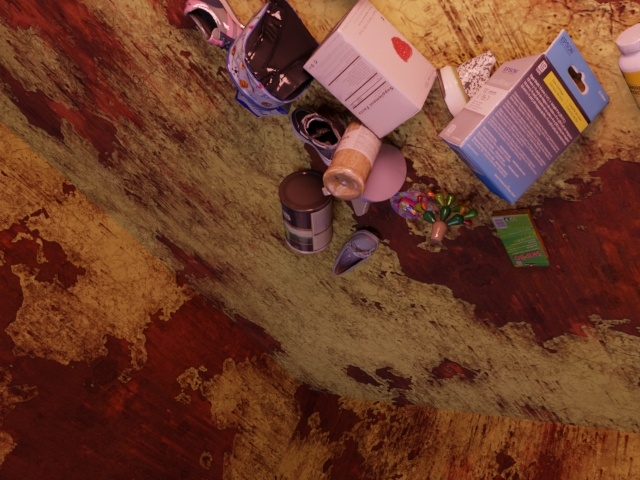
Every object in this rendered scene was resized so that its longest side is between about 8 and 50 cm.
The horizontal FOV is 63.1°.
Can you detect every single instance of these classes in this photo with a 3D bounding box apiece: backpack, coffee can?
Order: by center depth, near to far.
[{"bbox_3d":[-0.138,-0.506,1.465,0.276,0.263,0.213,43,145,-23],"label":"backpack"},{"bbox_3d":[-0.049,-0.106,2.015,0.202,0.201,0.275,18,147,15],"label":"coffee can"}]

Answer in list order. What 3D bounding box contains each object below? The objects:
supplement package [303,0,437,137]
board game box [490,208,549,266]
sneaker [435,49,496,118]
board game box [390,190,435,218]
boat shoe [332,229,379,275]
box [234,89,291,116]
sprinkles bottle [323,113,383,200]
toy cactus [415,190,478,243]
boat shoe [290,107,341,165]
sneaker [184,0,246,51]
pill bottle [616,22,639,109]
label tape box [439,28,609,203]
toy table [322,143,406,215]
[{"bbox_3d":[0.139,-0.459,1.401,0.293,0.177,0.175,39,146,-17],"label":"supplement package"},{"bbox_3d":[0.681,-0.003,1.765,0.124,0.039,0.259,-4,133,41],"label":"board game box"},{"bbox_3d":[0.480,-0.328,1.382,0.182,0.158,0.410,-27,125,33],"label":"sneaker"},{"bbox_3d":[0.325,-0.118,1.875,0.169,0.033,0.133,-1,138,37],"label":"board game box"},{"bbox_3d":[0.143,0.056,2.189,0.118,0.103,0.320,34,148,-9],"label":"boat shoe"},{"bbox_3d":[-0.183,-0.465,1.694,0.137,0.072,0.126,4,164,34],"label":"box"},{"bbox_3d":[0.116,-0.276,1.502,0.121,0.355,0.121,14,142,11],"label":"sprinkles bottle"},{"bbox_3d":[0.408,-0.072,1.746,0.219,0.180,0.112,15,159,22],"label":"toy cactus"},{"bbox_3d":[-0.016,-0.350,1.632,0.301,0.108,0.102,57,175,38],"label":"boat shoe"},{"bbox_3d":[-0.277,-0.599,1.562,0.319,0.131,0.112,43,145,-23],"label":"sneaker"},{"bbox_3d":[0.722,-0.380,1.143,0.103,0.103,0.184,-13,129,47],"label":"pill bottle"},{"bbox_3d":[0.504,-0.302,1.290,0.249,0.347,0.115,37,-173,-30],"label":"label tape box"},{"bbox_3d":[0.138,-0.209,1.683,0.161,0.274,0.252,-8,94,47],"label":"toy table"}]
